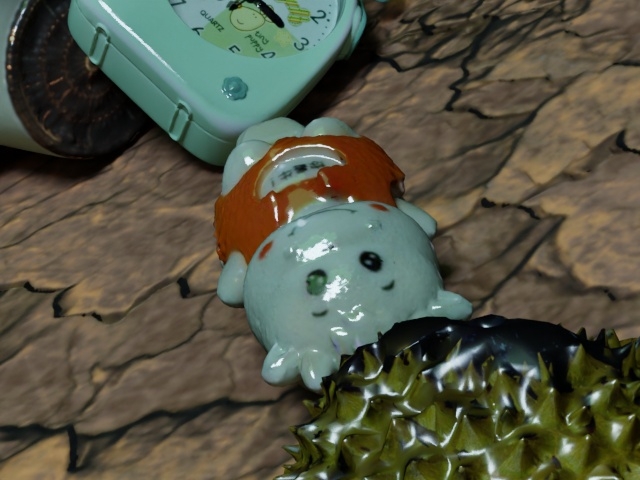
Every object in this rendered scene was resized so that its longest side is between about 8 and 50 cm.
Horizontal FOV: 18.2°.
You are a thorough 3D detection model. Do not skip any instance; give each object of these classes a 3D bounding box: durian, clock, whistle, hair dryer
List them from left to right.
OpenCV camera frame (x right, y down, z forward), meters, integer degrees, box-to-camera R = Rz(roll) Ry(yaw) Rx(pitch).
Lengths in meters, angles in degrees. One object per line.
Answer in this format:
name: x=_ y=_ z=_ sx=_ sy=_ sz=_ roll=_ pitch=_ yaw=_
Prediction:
hair dryer: x=-0.272 y=-0.040 z=1.255 sx=0.203 sy=0.128 sz=0.362 roll=15 pitch=58 yaw=46
clock: x=-0.045 y=-0.144 z=1.212 sx=0.188 sy=0.148 sz=0.060 roll=-39 pitch=-11 yaw=-30
whistle: x=0.002 y=0.001 z=0.997 sx=0.101 sy=0.106 sz=0.253 roll=10 pitch=25 yaw=-19
durian: x=0.085 y=0.087 z=0.772 sx=0.193 sy=0.138 sz=0.237 roll=6 pitch=44 yaw=42
